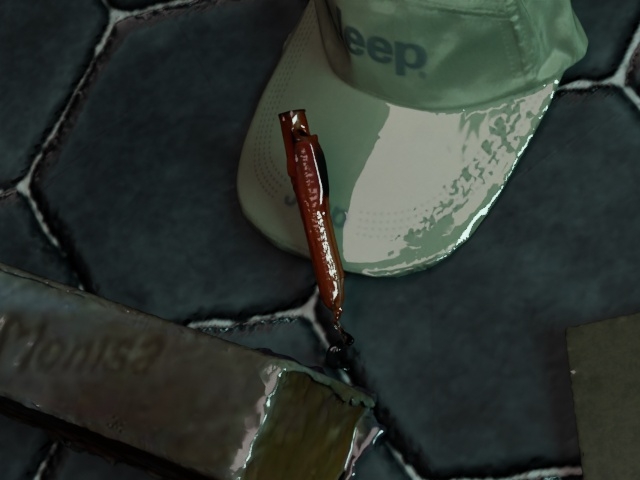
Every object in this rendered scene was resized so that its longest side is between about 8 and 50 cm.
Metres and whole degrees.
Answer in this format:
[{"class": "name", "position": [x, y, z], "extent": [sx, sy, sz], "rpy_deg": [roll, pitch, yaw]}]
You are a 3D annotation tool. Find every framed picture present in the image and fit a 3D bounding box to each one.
[{"class": "framed picture", "position": [0.230, 0.095, 1.059], "extent": [0.168, 0.023, 0.128], "rpy_deg": [-13, 63, 18]}]

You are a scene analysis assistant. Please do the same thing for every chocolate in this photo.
[{"class": "chocolate", "position": [-0.125, 0.085, 1.169], "extent": [0.321, 0.112, 0.112], "rpy_deg": [18, 78, 29]}]

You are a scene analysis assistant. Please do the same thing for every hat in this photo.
[{"class": "hat", "position": [0.037, -0.115, 1.180], "extent": [0.214, 0.149, 0.245], "rpy_deg": [18, 66, 30]}]

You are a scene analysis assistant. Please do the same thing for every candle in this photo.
[{"class": "candle", "position": [0.000, 0.000, 1.163], "extent": [0.026, 0.021, 0.167], "rpy_deg": [-12, 89, 29]}]
